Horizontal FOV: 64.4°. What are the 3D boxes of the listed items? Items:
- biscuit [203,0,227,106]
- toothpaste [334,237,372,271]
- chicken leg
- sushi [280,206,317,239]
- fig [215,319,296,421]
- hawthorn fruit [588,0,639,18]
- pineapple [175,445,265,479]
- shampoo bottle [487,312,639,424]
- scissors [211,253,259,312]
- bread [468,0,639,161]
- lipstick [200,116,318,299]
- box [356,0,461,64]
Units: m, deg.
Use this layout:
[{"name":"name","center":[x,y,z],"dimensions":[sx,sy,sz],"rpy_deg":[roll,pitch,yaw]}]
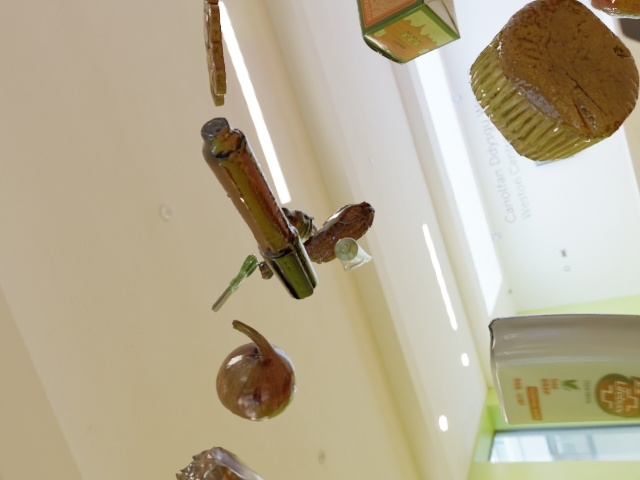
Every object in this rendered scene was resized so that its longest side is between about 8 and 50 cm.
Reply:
[{"name":"biscuit","center":[-0.269,-0.496,1.273],"dimensions":[0.044,0.186,0.295],"rpy_deg":[-5,-93,-17]},{"name":"toothpaste","center":[0.055,0.028,0.882],"dimensions":[0.233,0.060,0.038],"rpy_deg":[43,-156,-77]},{"name":"chicken leg","center":[0.000,0.000,1.514],"dimensions":[0.407,0.158,0.096],"rpy_deg":[-32,-58,-14]},{"name":"sushi","center":[-0.083,-0.039,1.533],"dimensions":[0.226,0.103,0.097],"rpy_deg":[15,-108,-57]},{"name":"fig","center":[-0.127,0.278,1.085],"dimensions":[0.175,0.175,0.207],"rpy_deg":[-38,-28,-59]},{"name":"hawthorn fruit","center":[0.649,-0.590,1.052],"dimensions":[0.253,0.205,0.205],"rpy_deg":[39,-135,-49]},{"name":"pineapple","center":[-0.211,0.462,0.735],"dimensions":[0.310,0.141,0.170],"rpy_deg":[-54,-24,-14]},{"name":"shampoo bottle","center":[0.311,0.128,0.479],"dimensions":[0.153,0.284,0.071],"rpy_deg":[62,-145,-37]},{"name":"scissors","center":[-0.255,0.130,1.522],"dimensions":[0.204,0.027,0.101],"rpy_deg":[-53,-14,-17]},{"name":"bread","center":[0.387,-0.265,0.850],"dimensions":[0.227,0.142,0.253],"rpy_deg":[-39,-95,-17]},{"name":"lipstick","center":[-0.088,-0.030,0.841],"dimensions":[0.418,0.077,0.077],"rpy_deg":[66,-154,-50]},{"name":"box","center":[0.165,-0.490,1.014],"dimensions":[0.177,0.148,0.195],"rpy_deg":[3,-104,-54]}]
